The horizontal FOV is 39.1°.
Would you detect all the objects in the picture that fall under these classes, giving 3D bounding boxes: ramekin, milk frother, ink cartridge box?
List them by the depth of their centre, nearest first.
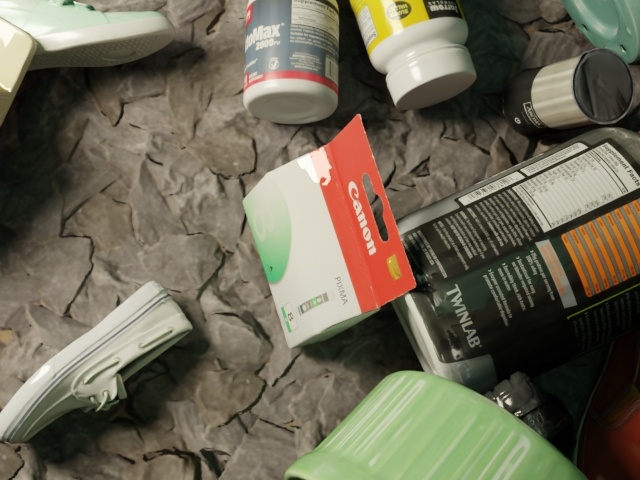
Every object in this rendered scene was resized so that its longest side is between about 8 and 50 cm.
[{"bbox_3d":[0.128,0.261,0.839,0.303,0.303,0.148,41,69,5],"label":"ramekin"},{"bbox_3d":[0.000,0.000,0.921,0.056,0.225,0.181,-12,77,-25],"label":"ink cartridge box"},{"bbox_3d":[0.309,-0.178,1.036,0.129,0.135,0.143,36,77,-20],"label":"milk frother"}]

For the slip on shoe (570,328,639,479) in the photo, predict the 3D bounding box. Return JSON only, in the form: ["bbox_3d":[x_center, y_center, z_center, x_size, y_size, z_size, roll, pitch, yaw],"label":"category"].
[{"bbox_3d":[0.354,0.196,0.973,0.123,0.101,0.331,19,77,-3],"label":"slip on shoe"}]

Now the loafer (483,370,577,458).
[{"bbox_3d":[0.217,0.192,0.901,0.076,0.223,0.078,-36,61,7],"label":"loafer"}]

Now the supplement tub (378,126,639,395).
[{"bbox_3d":[0.241,0.016,0.930,0.338,0.207,0.207,-24,80,-3],"label":"supplement tub"}]

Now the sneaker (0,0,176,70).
[{"bbox_3d":[-0.297,-0.275,1.019,0.256,0.094,0.151,-6,84,-4],"label":"sneaker"}]

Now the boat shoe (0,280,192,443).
[{"bbox_3d":[-0.231,0.139,0.937,0.076,0.083,0.226,45,76,7],"label":"boat shoe"}]

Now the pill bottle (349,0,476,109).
[{"bbox_3d":[0.101,-0.266,1.048,0.119,0.119,0.208,-17,79,-9],"label":"pill bottle"}]

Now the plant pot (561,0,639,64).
[{"bbox_3d":[0.400,-0.339,1.018,0.235,0.293,0.293,-32,81,2],"label":"plant pot"}]

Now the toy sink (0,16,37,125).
[{"bbox_3d":[-0.424,-0.143,0.922,0.153,0.131,0.234,29,98,1],"label":"toy sink"}]

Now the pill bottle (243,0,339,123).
[{"bbox_3d":[-0.033,-0.235,1.033,0.108,0.108,0.180,2,76,-5],"label":"pill bottle"}]
